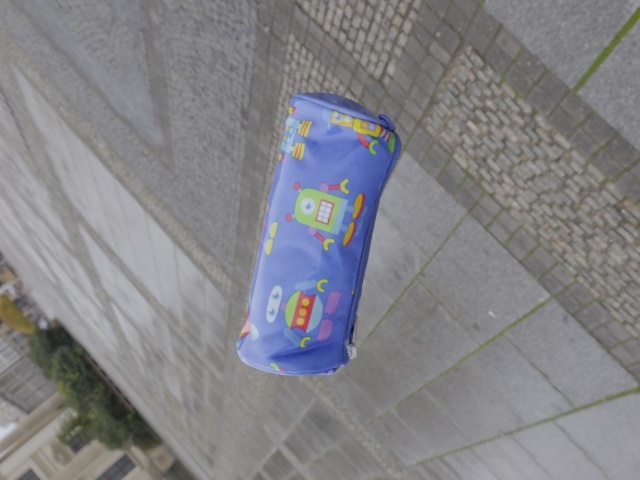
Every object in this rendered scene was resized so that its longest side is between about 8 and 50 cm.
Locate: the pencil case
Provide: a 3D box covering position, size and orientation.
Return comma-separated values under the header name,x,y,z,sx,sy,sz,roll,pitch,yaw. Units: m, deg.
name,x,y,z,sx,sy,sz,roll,pitch,yaw
pencil case,0.000,0.000,0.794,0.133,0.306,0.119,14,-170,12
